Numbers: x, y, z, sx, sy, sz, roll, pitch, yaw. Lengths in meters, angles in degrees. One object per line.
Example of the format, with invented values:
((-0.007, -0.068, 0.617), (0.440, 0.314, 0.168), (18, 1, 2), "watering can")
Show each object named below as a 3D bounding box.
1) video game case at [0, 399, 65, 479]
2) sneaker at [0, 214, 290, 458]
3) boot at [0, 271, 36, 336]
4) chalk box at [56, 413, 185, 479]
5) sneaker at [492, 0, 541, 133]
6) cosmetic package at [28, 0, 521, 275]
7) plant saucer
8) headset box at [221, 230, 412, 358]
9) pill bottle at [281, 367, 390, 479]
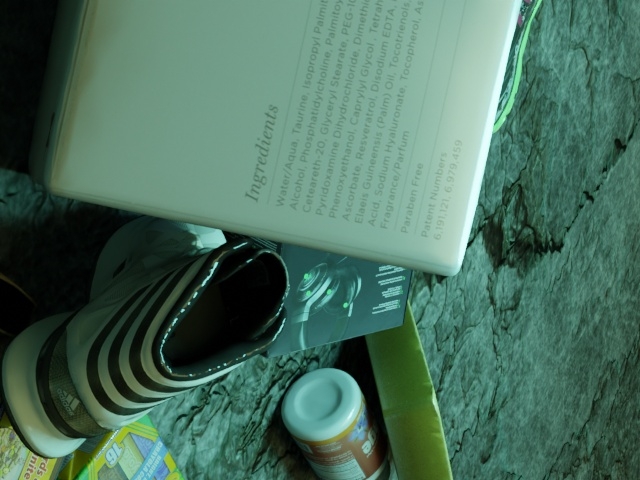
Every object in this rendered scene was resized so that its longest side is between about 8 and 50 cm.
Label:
((-0.395, 0.259, 1.283), (0.248, 0.035, 0.274), (29, 76, -34), "video game case")
((-0.121, 0.065, 1.361), (0.169, 0.257, 0.447), (66, 23, -15), "sneaker")
((-0.378, 0.003, 1.223), (0.112, 0.115, 0.305), (-63, 144, -17), "boot")
((-0.253, 0.278, 1.492), (0.132, 0.132, 0.213), (-52, 139, -33), "chalk box")
((0.232, -0.376, 1.945), (0.202, 0.185, 0.482), (-10, 108, -59), "sneaker")
((-0.060, -0.172, 1.290), (0.394, 0.329, 0.327), (12, 93, -17), "cosmetic package")
((0.135, 0.264, 2.000), (0.333, 0.081, 0.332), (-102, 178, -55), "plant saucer")
((0.000, 0.000, 1.692), (0.246, 0.131, 0.283), (-11, 118, -40), "headset box")
((0.031, 0.294, 1.937), (0.121, 0.121, 0.216), (-58, 143, -26), "pill bottle")
